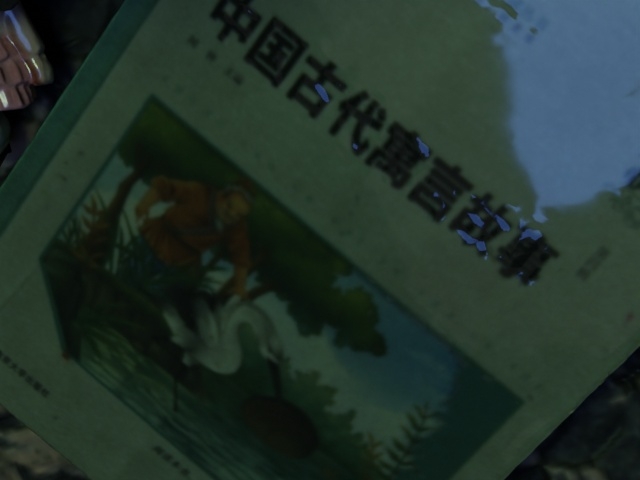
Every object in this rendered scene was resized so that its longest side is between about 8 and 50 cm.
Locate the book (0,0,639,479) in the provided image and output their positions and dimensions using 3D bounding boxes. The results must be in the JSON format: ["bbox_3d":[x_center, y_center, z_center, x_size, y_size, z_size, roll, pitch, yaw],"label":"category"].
[{"bbox_3d":[0.000,0.000,0.503,0.215,0.025,0.282,38,116,1],"label":"book"}]

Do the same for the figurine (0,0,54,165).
[{"bbox_3d":[-0.115,-0.085,0.488,0.072,0.054,0.129,15,114,6],"label":"figurine"}]
